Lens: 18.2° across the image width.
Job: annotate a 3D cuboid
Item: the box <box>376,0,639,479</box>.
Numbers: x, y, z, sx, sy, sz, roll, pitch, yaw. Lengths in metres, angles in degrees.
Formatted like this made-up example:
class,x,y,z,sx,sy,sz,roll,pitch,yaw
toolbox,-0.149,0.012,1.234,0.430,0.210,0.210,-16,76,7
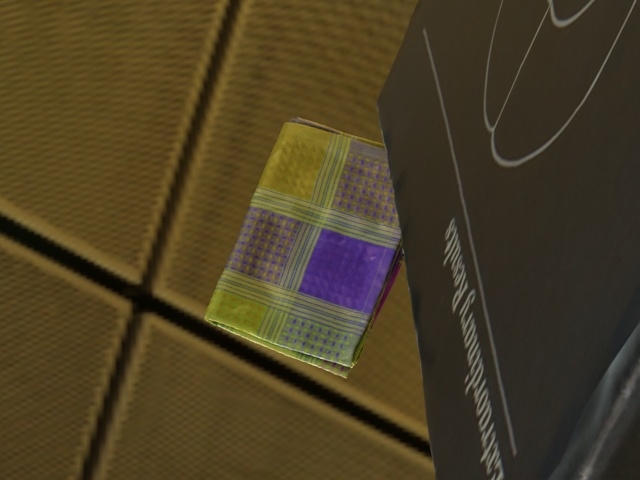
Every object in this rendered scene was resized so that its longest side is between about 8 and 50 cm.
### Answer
class,x,y,z,sx,sy,sz,roll,pitch,yaw
box,0.186,-0.106,0.462,0.212,0.293,0.395,19,-64,-12

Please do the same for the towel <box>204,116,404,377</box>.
class,x,y,z,sx,sy,sz,roll,pitch,yaw
towel,0.000,0.000,0.699,0.009,0.060,0.083,63,-131,-71
